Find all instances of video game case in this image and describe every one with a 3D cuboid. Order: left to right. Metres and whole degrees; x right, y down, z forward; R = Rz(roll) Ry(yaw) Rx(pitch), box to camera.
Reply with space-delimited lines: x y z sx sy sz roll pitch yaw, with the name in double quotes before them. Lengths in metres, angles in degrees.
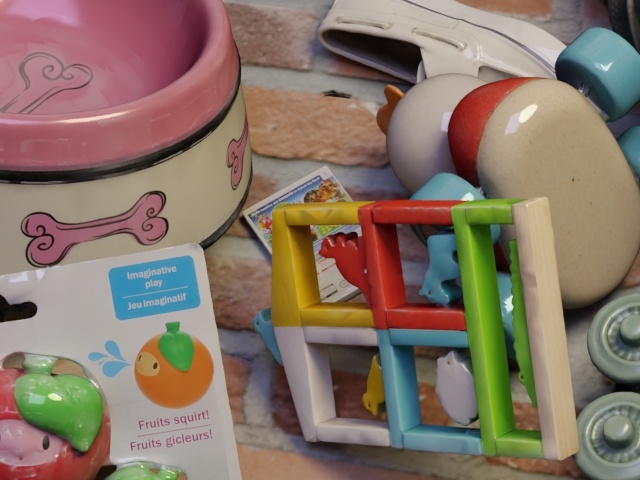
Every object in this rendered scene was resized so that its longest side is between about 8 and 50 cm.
"video game case" 0.000 0.000 1.652 0.087 0.011 0.122 -29 61 -11

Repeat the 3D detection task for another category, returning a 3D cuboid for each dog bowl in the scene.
"dog bowl" -0.249 -0.133 1.585 0.408 0.150 0.408 7 37 -5

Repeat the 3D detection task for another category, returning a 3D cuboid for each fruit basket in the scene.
"fruit basket" -0.214 0.201 1.385 0.327 0.165 0.353 -9 99 -1

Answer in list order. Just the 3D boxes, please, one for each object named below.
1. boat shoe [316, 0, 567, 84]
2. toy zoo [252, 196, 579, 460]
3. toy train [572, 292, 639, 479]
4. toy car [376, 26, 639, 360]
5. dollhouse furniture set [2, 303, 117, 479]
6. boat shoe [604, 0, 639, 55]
"boat shoe" 0.116 -0.156 1.688 0.267 0.096 0.088 29 70 22
"toy zoo" 0.058 0.065 1.475 0.293 0.192 0.030 0 12 41
"toy train" 0.288 0.170 1.431 0.190 0.142 0.334 1 58 21
"toy car" 0.139 -0.059 1.603 0.219 0.210 0.238 -44 37 -16
"dollhouse furniture set" -0.254 0.094 1.531 0.242 0.161 0.212 -6 59 2
"boat shoe" 0.324 -0.163 1.555 0.156 0.187 0.500 -22 30 5
